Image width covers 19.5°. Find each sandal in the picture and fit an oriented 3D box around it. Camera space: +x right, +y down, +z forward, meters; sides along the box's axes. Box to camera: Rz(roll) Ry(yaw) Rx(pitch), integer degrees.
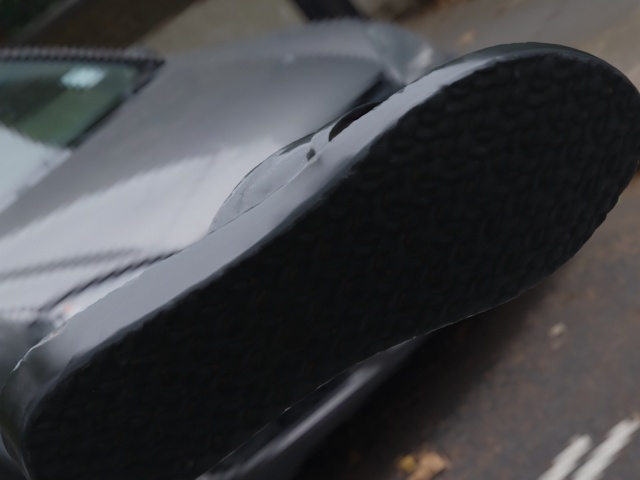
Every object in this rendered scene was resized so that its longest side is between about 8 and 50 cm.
[{"bbox_3d":[-0.002,-0.001,1.125,0.445,0.168,0.107,-29,39,-14],"label":"sandal"}]
